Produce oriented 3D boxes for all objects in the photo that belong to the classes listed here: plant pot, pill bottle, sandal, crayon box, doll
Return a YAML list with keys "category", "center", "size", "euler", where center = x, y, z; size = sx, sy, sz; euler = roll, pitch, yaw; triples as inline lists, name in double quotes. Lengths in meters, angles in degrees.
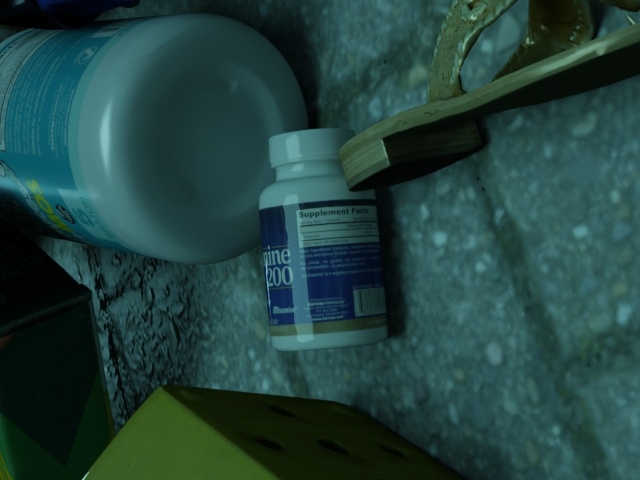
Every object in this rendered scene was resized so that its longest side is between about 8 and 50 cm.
- category: "plant pot"
  center: [-0.023, 0.190, 0.633]
  size: [0.212, 0.212, 0.187]
  euler: [26, 100, 47]
- category: "pill bottle"
  center: [-0.139, -0.069, 0.786]
  size: [0.264, 0.146, 0.146]
  euler: [9, 99, 51]
- category: "pill bottle"
  center: [0.000, 0.000, 0.682]
  size: [0.067, 0.067, 0.120]
  euler: [-8, 86, 51]
- category: "sandal"
  center: [0.077, -0.093, 0.566]
  size: [0.240, 0.088, 0.079]
  euler: [-25, 79, 54]
- category: "crayon box"
  center: [-0.221, 0.146, 0.887]
  size: [0.202, 0.081, 0.318]
  euler: [32, 135, 46]
- category: "doll"
  center: [-0.148, -0.145, 0.708]
  size: [0.189, 0.129, 0.046]
  euler: [-3, 100, 34]

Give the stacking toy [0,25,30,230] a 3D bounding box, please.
- category: "stacking toy"
  center: [-0.277, -0.128, 0.973]
  size: [0.166, 0.175, 0.301]
  euler: [39, 108, 35]
